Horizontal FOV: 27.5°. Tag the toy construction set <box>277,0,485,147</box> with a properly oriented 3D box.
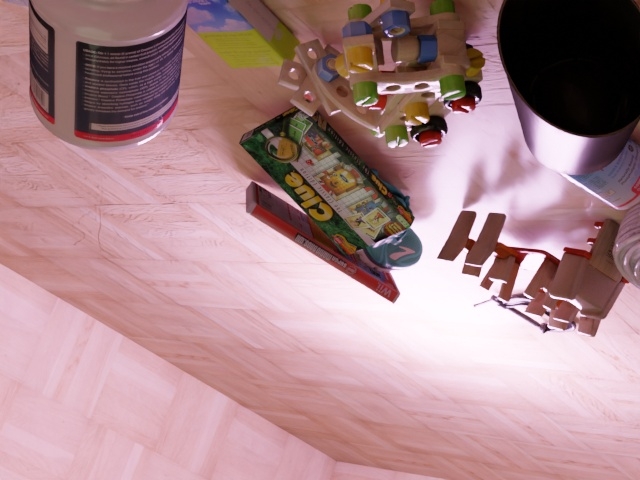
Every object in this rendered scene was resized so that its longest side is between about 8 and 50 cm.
[{"bbox_3d":[0.074,-0.197,1.592,0.215,0.151,0.328,0,176,-20],"label":"toy construction set"}]

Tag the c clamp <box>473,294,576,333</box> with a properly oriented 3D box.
[{"bbox_3d":[0.380,0.133,2.382,0.161,0.022,0.137,28,154,-18],"label":"c clamp"}]

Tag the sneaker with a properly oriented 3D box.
[{"bbox_3d":[0.101,-0.030,2.099,0.110,0.107,0.275,-4,151,31],"label":"sneaker"}]

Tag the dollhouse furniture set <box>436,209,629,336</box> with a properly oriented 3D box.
[{"bbox_3d":[0.361,0.035,2.032,0.262,0.135,0.259,30,169,-27],"label":"dollhouse furniture set"}]

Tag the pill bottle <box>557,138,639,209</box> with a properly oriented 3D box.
[{"bbox_3d":[0.343,-0.110,1.660,0.160,0.087,0.087,28,159,-24],"label":"pill bottle"}]

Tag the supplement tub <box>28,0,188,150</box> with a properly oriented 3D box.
[{"bbox_3d":[-0.260,-0.260,1.595,0.191,0.191,0.272,19,140,4],"label":"supplement tub"}]

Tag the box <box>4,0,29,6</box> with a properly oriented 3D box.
[{"bbox_3d":[-0.364,-0.361,1.652,0.087,0.101,0.102,14,162,16],"label":"box"}]

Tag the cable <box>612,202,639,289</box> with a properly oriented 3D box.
[{"bbox_3d":[0.542,0.027,1.834,0.257,0.089,0.257,31,157,-27],"label":"cable"}]

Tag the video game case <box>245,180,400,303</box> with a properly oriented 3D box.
[{"bbox_3d":[0.000,0.000,2.184,0.285,0.025,0.204,32,-172,-9],"label":"video game case"}]

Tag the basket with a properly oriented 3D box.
[{"bbox_3d":[0.284,-0.169,1.458,0.154,0.204,0.227,-25,162,3],"label":"basket"}]

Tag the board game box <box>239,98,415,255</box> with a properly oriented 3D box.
[{"bbox_3d":[0.011,-0.090,1.972,0.136,0.030,0.259,-24,121,39],"label":"board game box"}]

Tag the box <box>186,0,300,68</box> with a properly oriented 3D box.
[{"bbox_3d":[-0.121,-0.289,1.696,0.109,0.042,0.178,3,154,39],"label":"box"}]
